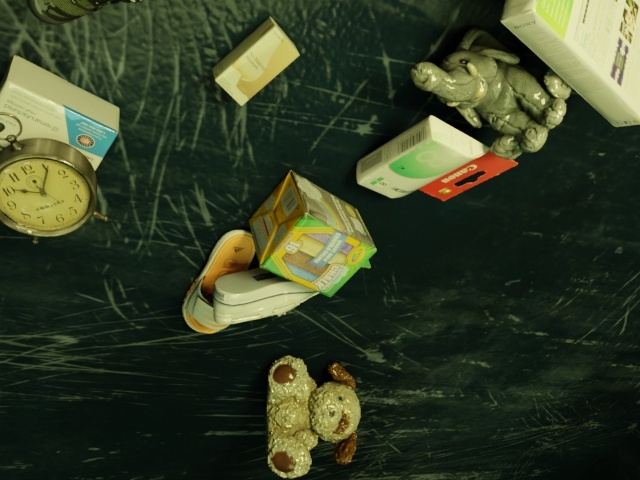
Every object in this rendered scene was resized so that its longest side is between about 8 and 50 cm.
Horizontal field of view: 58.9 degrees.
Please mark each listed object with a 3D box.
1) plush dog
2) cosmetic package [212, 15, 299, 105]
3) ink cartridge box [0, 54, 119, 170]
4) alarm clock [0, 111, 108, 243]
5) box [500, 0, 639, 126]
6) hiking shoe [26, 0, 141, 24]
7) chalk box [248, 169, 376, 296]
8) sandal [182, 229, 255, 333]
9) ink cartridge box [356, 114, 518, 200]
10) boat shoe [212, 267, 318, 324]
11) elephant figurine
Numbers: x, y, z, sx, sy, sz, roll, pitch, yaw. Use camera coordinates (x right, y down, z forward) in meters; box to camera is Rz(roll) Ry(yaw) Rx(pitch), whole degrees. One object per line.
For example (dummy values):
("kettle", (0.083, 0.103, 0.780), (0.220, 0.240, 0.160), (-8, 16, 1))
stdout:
("plush dog", (-0.015, 0.409, 1.335), (0.225, 0.263, 0.211), (1, 164, -8))
("cosmetic package", (-0.093, -0.256, 0.814), (0.115, 0.041, 0.060), (-38, 131, 15))
("ink cartridge box", (-0.396, -0.124, 0.792), (0.148, 0.086, 0.203), (24, 118, -34))
("alarm clock", (-0.366, -0.085, 0.733), (0.129, 0.064, 0.192), (-17, 136, -5))
("box", (0.396, -0.338, 0.817), (0.321, 0.058, 0.233), (24, 78, -35))
("hiking shoe", (-0.246, -0.317, 0.655), (0.226, 0.114, 0.086), (-28, 133, 6))
("chalk box", (0.000, 0.000, 1.011), (0.213, 0.132, 0.132), (28, 116, -35))
("sandal", (-0.189, 0.098, 1.068), (0.101, 0.076, 0.265), (9, 126, -26))
("ink cartridge box", (0.203, -0.116, 0.984), (0.224, 0.056, 0.181), (21, 150, -31))
("boat shoe", (-0.087, 0.098, 1.062), (0.257, 0.095, 0.084), (-5, 119, -35))
("elephant figurine", (0.250, -0.246, 0.880), (0.239, 0.186, 0.170), (25, 84, -6))
